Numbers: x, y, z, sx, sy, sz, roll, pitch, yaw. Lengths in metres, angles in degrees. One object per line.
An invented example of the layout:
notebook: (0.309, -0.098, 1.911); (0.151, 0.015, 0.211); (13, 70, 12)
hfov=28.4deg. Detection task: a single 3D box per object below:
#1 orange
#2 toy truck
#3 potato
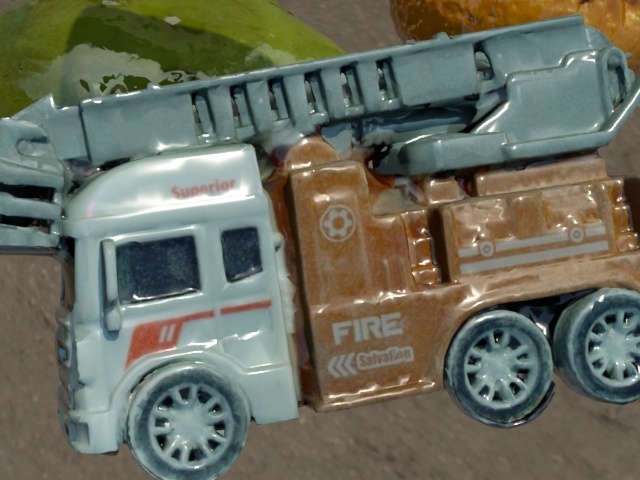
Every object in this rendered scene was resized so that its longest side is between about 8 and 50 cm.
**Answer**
orange: (0.139, -0.170, 0.803); (0.193, 0.161, 0.193); (1, 84, -12)
toy truck: (0.000, 0.000, 0.602); (0.338, 0.133, 0.184); (-8, 93, -15)
potato: (-0.089, -0.075, 0.771); (0.253, 0.186, 0.148); (9, 137, -11)
